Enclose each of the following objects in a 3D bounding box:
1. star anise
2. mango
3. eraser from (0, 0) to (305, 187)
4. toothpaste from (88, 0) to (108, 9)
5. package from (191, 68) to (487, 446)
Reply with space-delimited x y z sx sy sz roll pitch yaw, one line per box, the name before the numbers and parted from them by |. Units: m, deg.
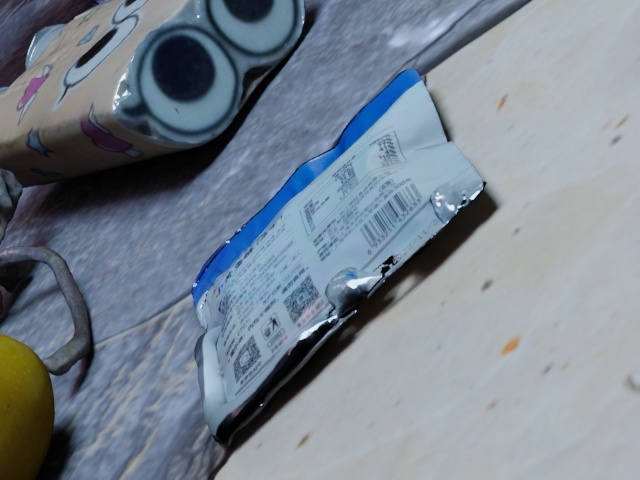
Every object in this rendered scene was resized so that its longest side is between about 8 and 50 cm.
star anise | -0.203 0.002 1.087 0.227 0.148 0.218 -13 43 40
mango | -0.206 0.133 0.911 0.184 0.085 0.102 -61 27 -8
eraser | -0.138 -0.113 1.199 0.171 0.087 0.290 -51 21 -24
toothpaste | -0.190 -0.187 1.498 0.194 0.043 0.067 -52 23 2
package | 0.000 0.000 0.830 0.171 0.027 0.173 -46 21 13
